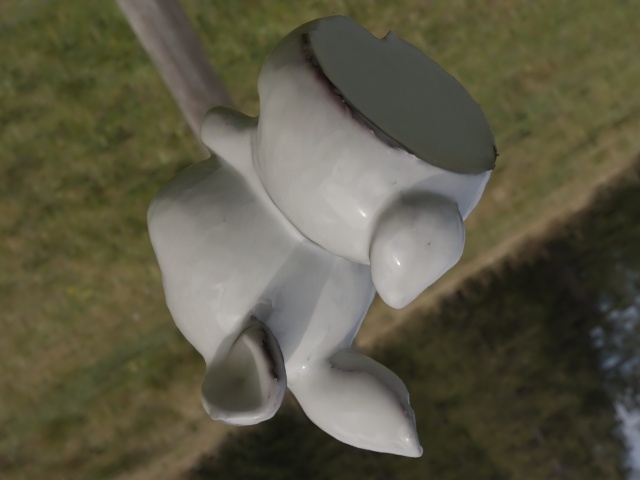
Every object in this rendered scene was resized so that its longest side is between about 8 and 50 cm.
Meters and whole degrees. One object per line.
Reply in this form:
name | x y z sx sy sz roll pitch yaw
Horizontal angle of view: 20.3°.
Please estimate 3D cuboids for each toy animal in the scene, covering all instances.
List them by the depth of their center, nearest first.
toy animal | 0.003 -0.001 0.891 0.127 0.178 0.193 11 119 -39
